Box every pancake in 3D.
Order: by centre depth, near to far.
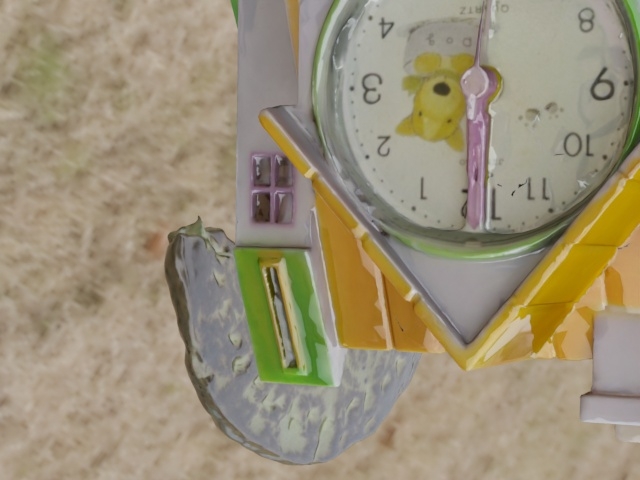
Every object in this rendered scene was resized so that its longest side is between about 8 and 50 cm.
[{"bbox_3d":[0.000,0.000,0.971,0.286,0.033,0.288,-3,93,-50],"label":"pancake"}]

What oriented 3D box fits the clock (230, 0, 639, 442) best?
[{"bbox_3d":[0.074,-0.078,0.587,0.166,0.235,0.309,-3,93,-66],"label":"clock"}]
